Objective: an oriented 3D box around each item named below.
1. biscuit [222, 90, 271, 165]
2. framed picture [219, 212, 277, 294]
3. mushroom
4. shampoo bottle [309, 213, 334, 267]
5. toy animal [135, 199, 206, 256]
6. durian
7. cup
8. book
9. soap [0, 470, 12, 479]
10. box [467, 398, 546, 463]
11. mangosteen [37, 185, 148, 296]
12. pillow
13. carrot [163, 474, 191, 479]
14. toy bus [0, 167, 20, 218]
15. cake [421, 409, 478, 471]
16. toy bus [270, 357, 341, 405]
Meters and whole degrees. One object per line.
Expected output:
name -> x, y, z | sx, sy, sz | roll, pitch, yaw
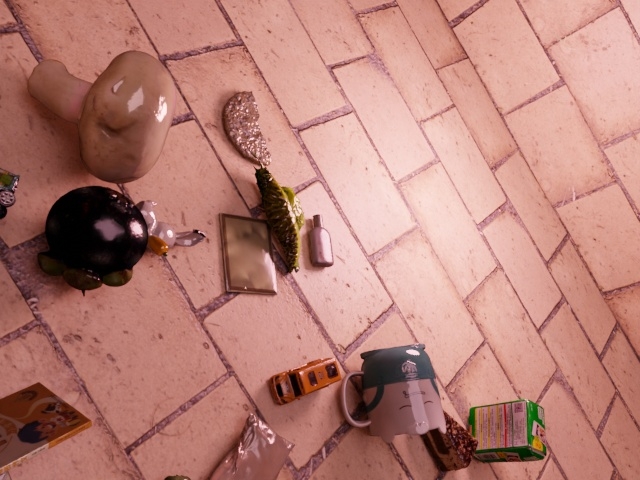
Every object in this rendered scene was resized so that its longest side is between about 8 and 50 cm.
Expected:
biscuit -> -0.231, -0.342, 1.881 | 0.133, 0.032, 0.250 | -5, 75, -41
framed picture -> -0.202, 0.039, 1.745 | 0.173, 0.010, 0.231 | 9, 65, -39
mushroom -> -0.477, -0.299, 1.484 | 0.315, 0.356, 0.315 | -24, 130, -33
shampoo bottle -> 0.000, 0.000, 1.921 | 0.080, 0.040, 0.165 | 9, 66, -37
toy animal -> -0.384, -0.021, 1.541 | 0.181, 0.131, 0.127 | 47, 68, -28
durian -> -0.111, -0.089, 1.813 | 0.132, 0.107, 0.375 | -15, 87, -61
cup -> 0.200, 0.444, 1.792 | 0.290, 0.219, 0.257 | -6, 72, -10
book -> -0.599, 0.361, 1.125 | 0.295, 0.208, 0.020 | -23, 120, -45
soap -> -0.609, 0.510, 1.060 | 0.182, 0.138, 0.199 | -23, 98, -43
box -> 0.602, 0.622, 2.020 | 0.103, 0.250, 0.180 | 34, 51, -33
mangosteen -> -0.498, -0.002, 1.374 | 0.243, 0.243, 0.243 | 19, 59, -35
pillow -> -0.175, 0.549, 1.495 | 0.173, 0.067, 0.270 | 51, 46, -19
carrot -> -0.327, 0.655, 1.319 | 0.078, 0.078, 0.298 | 23, 63, -32
toy bus -> -0.713, -0.037, 1.278 | 0.109, 0.091, 0.261 | 27, 53, -22
cake -> 0.386, 0.582, 1.949 | 0.135, 0.112, 0.246 | -23, 83, -48
toy bus -> -0.039, 0.375, 1.679 | 0.194, 0.088, 0.083 | -11, 80, -44
